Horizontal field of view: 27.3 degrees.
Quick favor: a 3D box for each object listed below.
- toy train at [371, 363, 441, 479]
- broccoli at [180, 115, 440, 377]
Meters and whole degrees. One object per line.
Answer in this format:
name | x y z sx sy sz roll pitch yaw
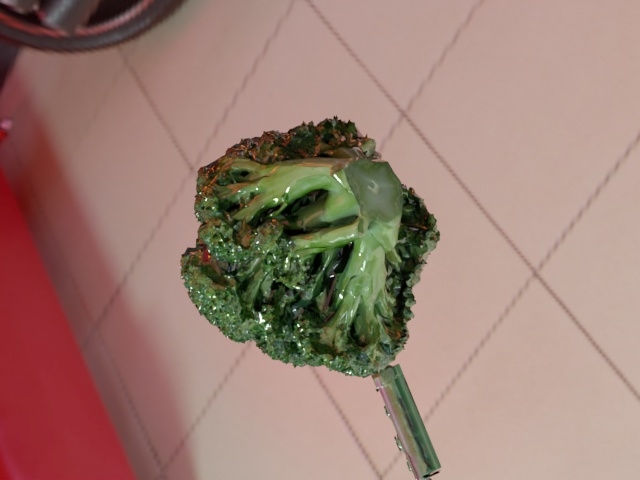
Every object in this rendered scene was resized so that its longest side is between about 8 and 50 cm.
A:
toy train | 0.101 0.215 1.550 0.038 0.071 0.148 -22 84 -2
broccoli | 0.000 0.000 1.438 0.275 0.308 0.308 -25 59 57
